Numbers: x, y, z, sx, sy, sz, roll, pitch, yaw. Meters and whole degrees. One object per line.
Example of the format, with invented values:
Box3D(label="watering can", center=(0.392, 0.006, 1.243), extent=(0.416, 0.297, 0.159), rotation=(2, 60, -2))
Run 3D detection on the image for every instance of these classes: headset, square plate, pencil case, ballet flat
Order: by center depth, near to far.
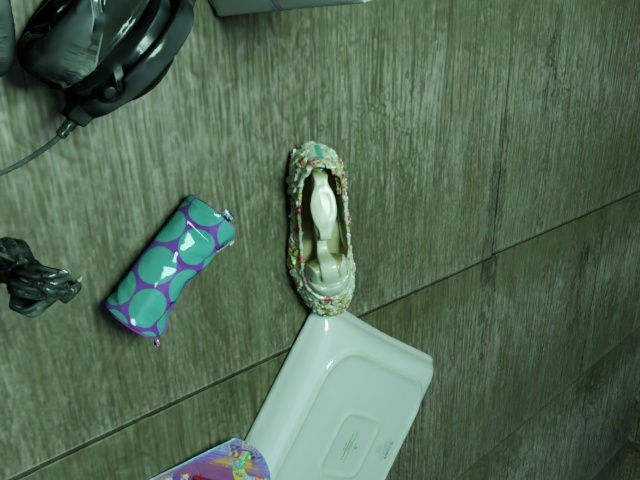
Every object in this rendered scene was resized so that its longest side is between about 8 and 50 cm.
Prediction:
Box3D(label="headset", center=(-0.197, -0.156, 0.392), extent=(0.243, 0.185, 0.394), rotation=(3, 103, -43))
Box3D(label="pencil case", center=(-0.150, 0.027, 0.585), extent=(0.070, 0.064, 0.151), rotation=(40, 76, -17))
Box3D(label="ballet flat", center=(0.000, 0.000, 0.698), extent=(0.091, 0.077, 0.241), rotation=(-11, 111, -6))
Box3D(label="square plate", center=(0.033, 0.300, 0.864), extent=(0.344, 0.049, 0.347), rotation=(33, 82, -44))

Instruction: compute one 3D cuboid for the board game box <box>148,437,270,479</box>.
Box3D(label="board game box", center=(-0.134, 0.330, 0.696), extent=(0.169, 0.033, 0.133), rotation=(-20, 109, -21))

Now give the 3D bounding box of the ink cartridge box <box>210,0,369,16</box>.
Box3D(label="ink cartridge box", center=(-0.032, -0.286, 0.482), extent=(0.093, 0.212, 0.154), rotation=(-42, 128, -28))
